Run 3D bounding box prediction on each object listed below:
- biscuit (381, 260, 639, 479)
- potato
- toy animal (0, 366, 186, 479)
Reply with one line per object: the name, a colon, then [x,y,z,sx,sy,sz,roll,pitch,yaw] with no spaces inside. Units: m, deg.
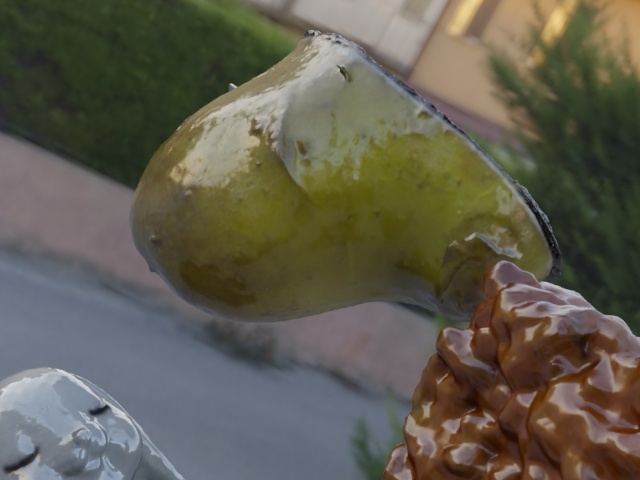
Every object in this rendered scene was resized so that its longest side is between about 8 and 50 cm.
biscuit: [0.173,0.205,1.030,0.110,0.312,0.318,12,14,-37]
potato: [0.000,0.000,1.401,0.397,0.296,0.290,46,-11,22]
toy animal: [-0.249,0.252,1.326,0.206,0.271,0.265,-12,-72,52]
